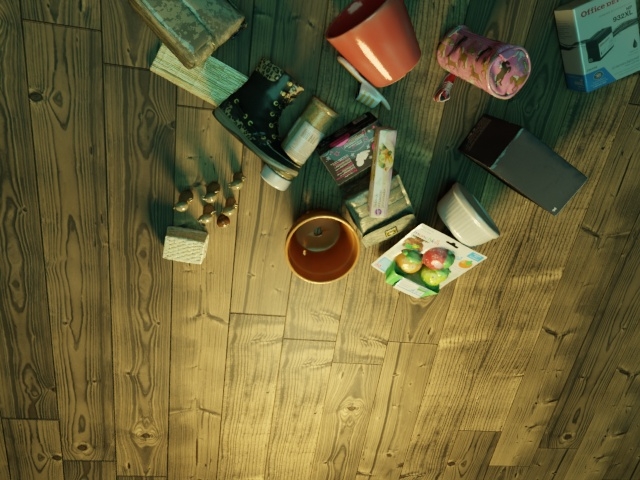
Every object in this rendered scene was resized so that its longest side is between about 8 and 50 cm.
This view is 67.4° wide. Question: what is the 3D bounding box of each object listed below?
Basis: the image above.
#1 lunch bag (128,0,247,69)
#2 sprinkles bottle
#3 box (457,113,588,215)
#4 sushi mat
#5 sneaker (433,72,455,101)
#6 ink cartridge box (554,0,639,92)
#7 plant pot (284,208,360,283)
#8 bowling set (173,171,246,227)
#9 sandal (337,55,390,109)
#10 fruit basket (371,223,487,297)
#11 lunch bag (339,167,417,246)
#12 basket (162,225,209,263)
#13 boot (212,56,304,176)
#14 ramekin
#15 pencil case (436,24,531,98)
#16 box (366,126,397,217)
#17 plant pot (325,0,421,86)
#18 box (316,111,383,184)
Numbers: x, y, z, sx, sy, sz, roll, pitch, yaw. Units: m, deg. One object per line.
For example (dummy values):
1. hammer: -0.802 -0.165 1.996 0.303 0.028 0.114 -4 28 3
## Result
1. lunch bag: -0.417 -0.738 1.534 0.256 0.212 0.305 -46 114 -6
2. sprinkles bottle: -0.081 -0.357 1.791 0.121 0.121 0.355 33 106 -19
3. box: 0.749 -0.291 1.810 0.343 0.312 0.178 30 107 -18
4. sushi mat: -0.425 -0.589 1.704 0.317 0.019 0.151 26 108 -17
5. sneaker: 0.471 -0.567 1.789 0.042 0.067 0.118 26 109 -17
6. ink cartridge box: 1.009 -0.731 1.742 0.223 0.129 0.307 -23 114 4
7. plant pot: 0.000 0.000 1.915 0.291 0.203 0.290 -2 114 -5
8. bowling set: -0.388 -0.125 1.841 0.287 0.154 0.199 -22 114 4
9. sandal: 0.143 -0.554 1.747 0.265 0.102 0.076 40 105 -12
10. fruit basket: 0.435 0.098 1.967 0.327 0.165 0.353 26 144 -17
11. lunch bag: 0.239 -0.118 1.912 0.235 0.169 0.286 -25 120 5
12. basket: -0.540 0.021 1.917 0.167 0.103 0.113 11 111 -10
13. boot: -0.160 -0.432 1.683 0.377 0.138 0.284 41 97 9
14. ramekin: 0.581 -0.091 1.916 0.273 0.272 0.127 40 115 -20
15. pencil case: 0.535 -0.602 1.603 0.167 0.386 0.160 20 115 -27
16. box: 0.219 -0.243 1.727 0.063 0.067 0.323 0 114 -8
17. plant pot: 0.197 -0.675 1.617 0.275 0.275 0.243 -37 122 10
18. box: 0.124 -0.345 1.796 0.247 0.163 0.142 -30 116 7
